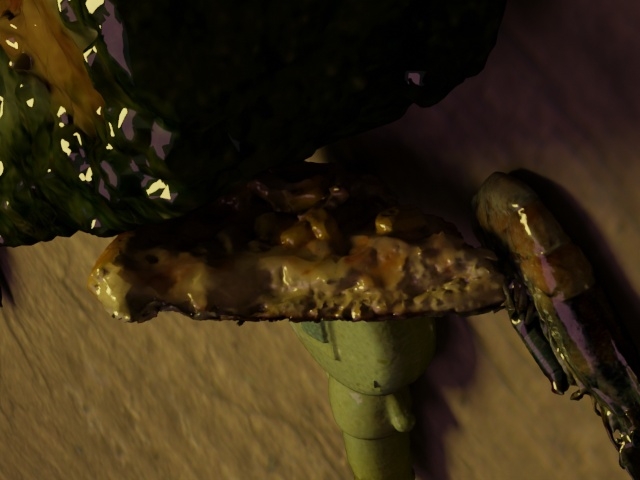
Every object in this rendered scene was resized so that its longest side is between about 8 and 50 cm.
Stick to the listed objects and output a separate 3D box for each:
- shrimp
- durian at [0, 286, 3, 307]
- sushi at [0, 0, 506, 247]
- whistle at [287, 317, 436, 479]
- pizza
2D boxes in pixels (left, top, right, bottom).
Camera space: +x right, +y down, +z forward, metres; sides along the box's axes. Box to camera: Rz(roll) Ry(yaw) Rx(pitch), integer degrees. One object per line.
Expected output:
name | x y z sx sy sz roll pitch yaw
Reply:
shrimp | 0.118 0.041 0.921 0.161 0.034 0.091 61 166 6
durian | -0.323 -0.018 1.506 0.119 0.108 0.186 40 149 30
sushi | -0.101 -0.155 0.892 0.352 0.178 0.294 -2 112 63
whistle | 0.020 0.071 1.083 0.104 0.057 0.198 34 145 39
pizza | 0.000 0.000 0.944 0.195 0.185 0.052 10 118 28
